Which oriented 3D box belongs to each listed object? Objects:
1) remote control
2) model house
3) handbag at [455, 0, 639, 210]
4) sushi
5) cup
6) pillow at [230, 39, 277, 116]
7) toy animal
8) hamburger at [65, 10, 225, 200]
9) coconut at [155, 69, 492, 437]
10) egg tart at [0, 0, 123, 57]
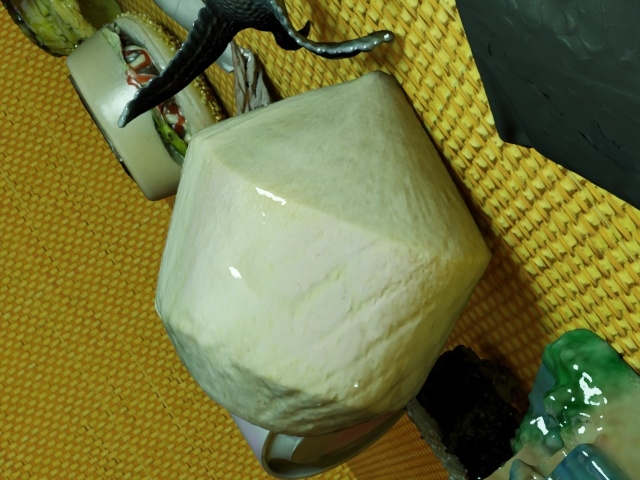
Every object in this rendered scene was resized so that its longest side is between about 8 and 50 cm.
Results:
[{"bbox_3d":[-0.183,-0.301,1.581,0.229,0.044,0.073,52,161,-7],"label":"remote control"},{"bbox_3d":[0.181,0.275,1.083,0.245,0.280,0.312,52,167,24],"label":"model house"},{"bbox_3d":[0.150,-0.105,0.648,0.223,0.080,0.247,43,163,48],"label":"handbag"},{"bbox_3d":[0.184,0.219,1.344,0.212,0.115,0.147,56,172,-7],"label":"sushi"},{"bbox_3d":[-0.049,0.127,1.738,0.371,0.253,0.253,52,168,34],"label":"cup"},{"bbox_3d":[-0.072,-0.106,1.477,0.135,0.049,0.248,69,-164,-61],"label":"pillow"},{"bbox_3d":[-0.044,-0.213,1.128,0.272,0.197,0.160,-1,114,25],"label":"toy animal"},{"bbox_3d":[-0.254,-0.200,1.894,0.302,0.170,0.302,57,173,11],"label":"hamburger"},{"bbox_3d":[0.000,0.000,1.131,0.329,0.328,0.329,53,169,16],"label":"coconut"},{"bbox_3d":[-0.429,-0.393,2.027,0.294,0.123,0.294,55,-169,-16],"label":"egg tart"}]
